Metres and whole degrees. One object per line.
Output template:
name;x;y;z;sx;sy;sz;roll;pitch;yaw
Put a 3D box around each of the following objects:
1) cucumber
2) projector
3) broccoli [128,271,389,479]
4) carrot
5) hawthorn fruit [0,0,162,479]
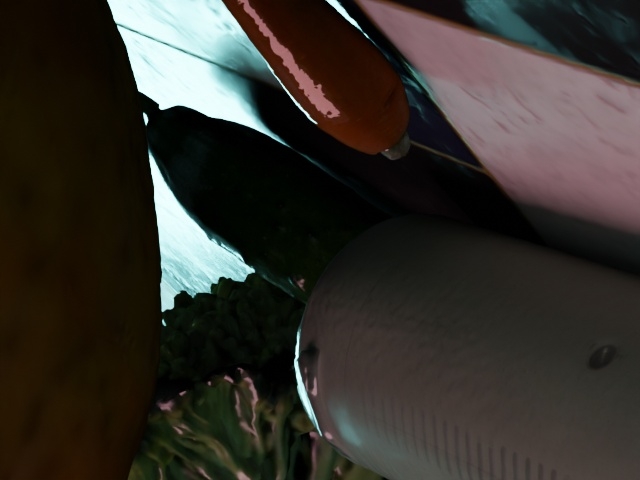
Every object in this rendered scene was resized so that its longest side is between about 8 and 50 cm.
cucumber;0.000;0.000;0.863;0.250;0.056;0.056;32;167;24
projector;0.116;0.070;0.641;0.108;0.108;0.337;44;167;-29
broccoli;-0.052;0.130;1.172;0.273;0.242;0.180;56;-178;-39
carrot;-0.013;-0.076;0.658;0.142;0.035;0.035;48;166;-24
hawthorn fruit;-0.282;-0.031;0.768;0.472;0.472;0.472;36;169;8
